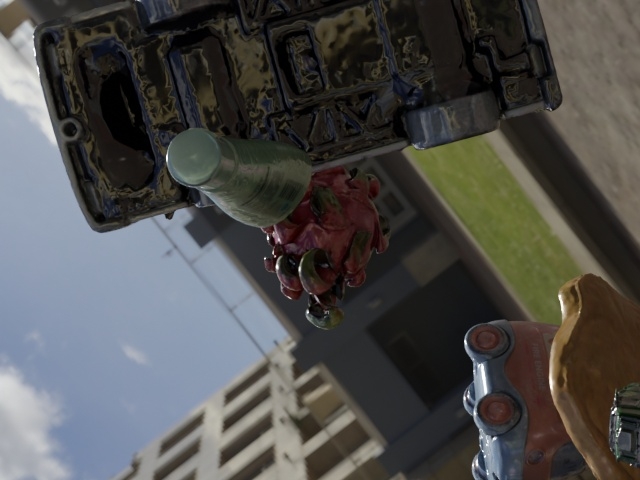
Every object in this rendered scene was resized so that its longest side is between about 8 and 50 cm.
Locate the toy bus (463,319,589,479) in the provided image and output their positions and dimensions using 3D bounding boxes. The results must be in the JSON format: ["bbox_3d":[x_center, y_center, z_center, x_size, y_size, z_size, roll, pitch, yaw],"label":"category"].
[{"bbox_3d":[0.356,0.267,1.728,0.197,0.231,0.294,83,-176,-47],"label":"toy bus"}]

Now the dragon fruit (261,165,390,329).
[{"bbox_3d":[-0.007,-0.005,1.604,0.198,0.273,0.218,16,132,19],"label":"dragon fruit"}]

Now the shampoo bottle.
[{"bbox_3d":[-0.054,-0.044,0.725,0.041,0.069,0.190,42,-172,12],"label":"shampoo bottle"}]

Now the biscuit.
[{"bbox_3d":[0.481,0.249,1.570,0.385,0.062,0.365,42,-140,-21],"label":"biscuit"}]

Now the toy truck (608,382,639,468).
[{"bbox_3d":[0.452,0.226,1.185,0.121,0.259,0.088,-19,-69,-54],"label":"toy truck"}]

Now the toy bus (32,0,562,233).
[{"bbox_3d":[-0.020,-0.163,1.018,0.249,0.439,0.209,-55,-51,-83],"label":"toy bus"}]
